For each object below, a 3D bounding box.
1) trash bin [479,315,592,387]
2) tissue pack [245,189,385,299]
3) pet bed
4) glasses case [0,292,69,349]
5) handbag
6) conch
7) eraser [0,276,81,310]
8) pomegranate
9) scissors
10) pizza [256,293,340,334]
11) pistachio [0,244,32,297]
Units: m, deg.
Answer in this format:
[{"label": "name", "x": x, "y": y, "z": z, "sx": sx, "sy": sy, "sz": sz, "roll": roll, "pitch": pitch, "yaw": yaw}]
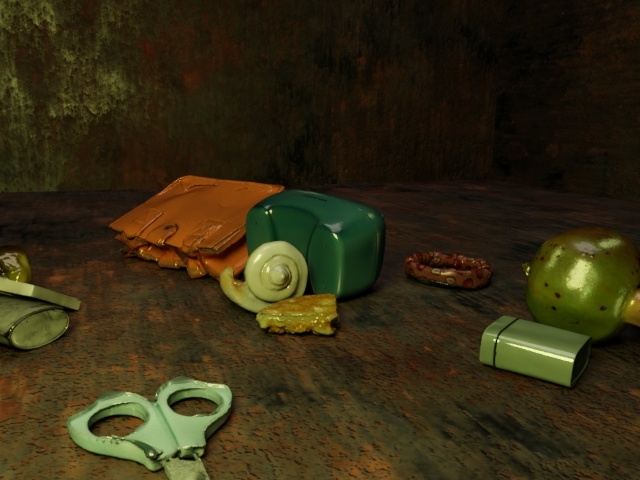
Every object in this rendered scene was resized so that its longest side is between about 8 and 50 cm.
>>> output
[{"label": "trash bin", "x": 0.317, "y": 0.160, "z": 0.851, "sx": 0.130, "sy": 0.059, "sz": 0.116, "roll": 11, "pitch": 16, "yaw": 35}, {"label": "tissue pack", "x": 0.000, "y": 0.000, "z": 1.231, "sx": 0.287, "sy": 0.198, "sz": 0.206, "roll": 16, "pitch": 25, "yaw": 38}, {"label": "pet bed", "x": 0.295, "y": 0.067, "z": 1.317, "sx": 0.201, "sy": 0.053, "sz": 0.201, "roll": 6, "pitch": 14, "yaw": -1}, {"label": "glasses case", "x": -0.567, "y": 0.122, "z": 0.958, "sx": 0.299, "sy": 0.060, "sz": 0.114, "roll": 6, "pitch": 12, "yaw": 25}, {"label": "handbag", "x": -0.291, "y": -0.043, "z": 1.425, "sx": 0.410, "sy": 0.116, "sz": 0.303, "roll": 10, "pitch": 37, "yaw": 37}, {"label": "conch", "x": -0.107, "y": 0.085, "z": 1.111, "sx": 0.158, "sy": 0.127, "sz": 0.255, "roll": -29, "pitch": -4, "yaw": -16}, {"label": "eraser", "x": -0.505, "y": 0.092, "z": 1.013, "sx": 0.104, "sy": 0.023, "sz": 0.150, "roll": 11, "pitch": -14, "yaw": 10}, {"label": "pomegranate", "x": 0.442, "y": 0.077, "z": 0.926, "sx": 0.198, "sy": 0.198, "sz": 0.246, "roll": -1, "pitch": 11, "yaw": -11}, {"label": "scissors", "x": -0.137, "y": 0.224, "z": 0.580, "sx": 0.191, "sy": 0.029, "sz": 0.360, "roll": -4, "pitch": 12, "yaw": -29}, {"label": "pizza", "x": -0.024, "y": 0.132, "z": 0.988, "sx": 0.175, "sy": 0.046, "sz": 0.134, "roll": -7, "pitch": 13, "yaw": -32}, {"label": "pistachio", "x": -0.638, "y": 0.062, "z": 1.143, "sx": 0.110, "sy": 0.100, "sz": 0.189, "roll": -1, "pitch": 13, "yaw": -33}]
